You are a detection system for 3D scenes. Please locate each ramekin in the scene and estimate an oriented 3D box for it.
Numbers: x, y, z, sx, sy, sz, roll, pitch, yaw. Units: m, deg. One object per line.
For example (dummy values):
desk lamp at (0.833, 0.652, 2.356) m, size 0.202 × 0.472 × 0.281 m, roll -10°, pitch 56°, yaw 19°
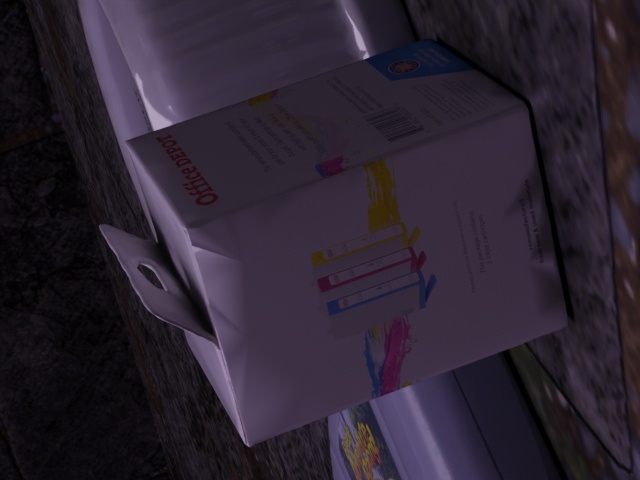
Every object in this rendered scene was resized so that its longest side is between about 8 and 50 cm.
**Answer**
ramekin at (-0.031, -0.059, 0.788) m, size 0.207 × 0.109 × 0.207 m, roll 161°, pitch 90°, yaw -80°

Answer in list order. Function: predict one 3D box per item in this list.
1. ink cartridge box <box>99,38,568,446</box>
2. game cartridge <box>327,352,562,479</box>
ink cartridge box at (0.000, 0.000, 0.640) m, size 0.092 × 0.143 × 0.090 m, roll -129°, pitch 22°, yaw -62°
game cartridge at (0.062, 0.139, 0.849) m, size 0.294 × 0.060 × 0.196 m, roll 96°, pitch 156°, yaw -67°
